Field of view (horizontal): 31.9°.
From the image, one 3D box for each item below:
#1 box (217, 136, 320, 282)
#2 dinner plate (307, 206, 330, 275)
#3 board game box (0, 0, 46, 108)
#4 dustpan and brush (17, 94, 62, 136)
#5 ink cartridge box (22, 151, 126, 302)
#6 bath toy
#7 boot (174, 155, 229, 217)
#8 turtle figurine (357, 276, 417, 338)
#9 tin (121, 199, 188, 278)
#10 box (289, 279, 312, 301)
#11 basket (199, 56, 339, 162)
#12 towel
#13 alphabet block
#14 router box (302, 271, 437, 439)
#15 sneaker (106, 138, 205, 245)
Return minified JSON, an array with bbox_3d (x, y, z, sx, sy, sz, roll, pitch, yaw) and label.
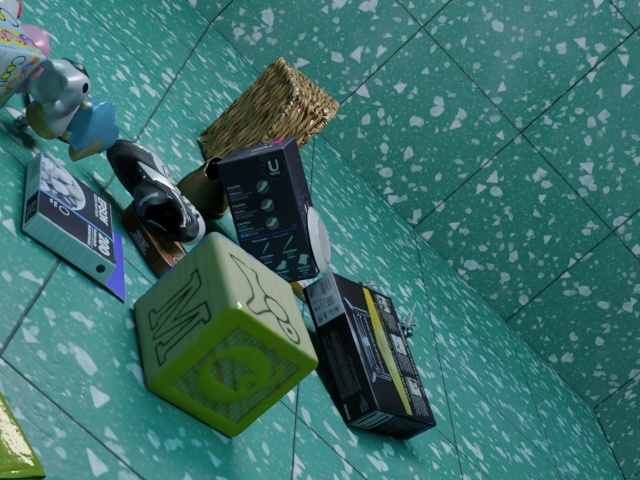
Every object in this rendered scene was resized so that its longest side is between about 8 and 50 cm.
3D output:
[{"bbox_3d":[-0.094,-0.056,2.263,0.165,0.143,0.270,-63,139,-75],"label":"box"},{"bbox_3d":[0.000,0.000,2.254,0.141,0.017,0.141,-13,90,-78],"label":"dinner plate"},{"bbox_3d":[-0.597,-0.349,1.786,0.275,0.144,0.142,50,15,11],"label":"board game box"},{"bbox_3d":[-0.484,-0.230,2.007,0.147,0.060,0.211,52,8,-1],"label":"dustpan and brush"},{"bbox_3d":[-0.376,-0.023,1.777,0.208,0.045,0.206,41,15,-30],"label":"ink cartridge box"},{"bbox_3d":[-0.482,-0.293,1.897,0.348,0.151,0.129,48,24,11],"label":"bath toy"},{"bbox_3d":[-0.219,-0.119,2.346,0.112,0.115,0.305,45,13,0],"label":"boot"},{"bbox_3d":[0.124,0.187,2.534,0.175,0.118,0.234,33,28,16],"label":"turtle figurine"},{"bbox_3d":[-0.284,0.008,1.979,0.190,0.040,0.106,54,20,26],"label":"tin"},{"bbox_3d":[-0.063,0.078,2.455,0.136,0.028,0.081,43,15,-12],"label":"box"},{"bbox_3d":[-0.095,-0.230,2.617,0.223,0.299,0.213,36,19,-39],"label":"basket"},{"bbox_3d":[-0.393,0.170,1.266,0.237,0.021,0.102,54,16,22],"label":"towel"},{"bbox_3d":[-0.147,0.142,1.707,0.192,0.193,0.197,37,18,-33],"label":"alphabet block"},{"bbox_3d":[0.100,0.236,2.269,0.243,0.081,0.309,26,39,-52],"label":"router box"},{"bbox_3d":[-0.297,-0.086,1.962,0.234,0.078,0.106,50,11,2],"label":"sneaker"}]
